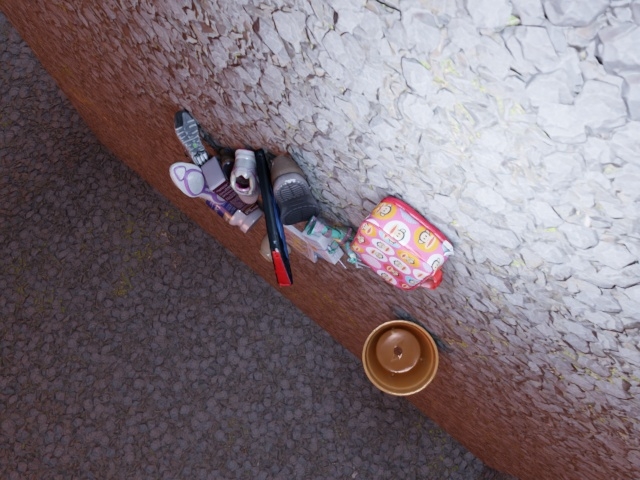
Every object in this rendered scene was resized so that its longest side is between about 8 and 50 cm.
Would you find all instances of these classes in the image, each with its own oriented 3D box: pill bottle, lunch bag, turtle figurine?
[{"bbox_3d":[-0.387,-0.162,2.035,0.265,0.153,0.153,41,164,0],"label":"pill bottle"},{"bbox_3d":[0.215,0.031,1.221,0.258,0.120,0.293,39,163,4],"label":"lunch bag"},{"bbox_3d":[0.065,0.005,1.503,0.234,0.118,0.175,31,170,-15],"label":"turtle figurine"}]

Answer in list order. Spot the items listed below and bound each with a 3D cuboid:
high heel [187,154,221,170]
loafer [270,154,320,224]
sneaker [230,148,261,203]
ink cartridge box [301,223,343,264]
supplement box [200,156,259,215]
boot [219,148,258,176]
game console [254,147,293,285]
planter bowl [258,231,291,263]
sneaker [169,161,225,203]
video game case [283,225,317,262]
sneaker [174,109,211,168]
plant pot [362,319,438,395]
[{"bbox_3d":[-0.463,-0.319,1.885,0.262,0.093,0.186,18,162,20],"label":"high heel"},{"bbox_3d":[-0.081,-0.156,1.461,0.366,0.134,0.130,88,167,-71],"label":"loafer"},{"bbox_3d":[-0.270,-0.201,1.630,0.103,0.111,0.252,9,148,5],"label":"sneaker"},{"bbox_3d":[0.000,0.000,1.736,0.104,0.061,0.181,23,156,46],"label":"ink cartridge box"},{"bbox_3d":[-0.346,-0.206,1.793,0.239,0.073,0.130,39,-161,-54],"label":"supplement box"},{"bbox_3d":[-0.298,-0.264,1.757,0.219,0.082,0.106,43,-164,-51],"label":"boot"},{"bbox_3d":[-0.154,-0.064,1.555,0.342,0.060,0.386,92,167,-65],"label":"game console"},{"bbox_3d":[-0.239,0.045,2.319,0.162,0.109,0.162,37,163,13],"label":"planter bowl"},{"bbox_3d":[-0.495,-0.224,1.814,0.152,0.114,0.305,23,175,29],"label":"sneaker"},{"bbox_3d":[-0.111,-0.007,2.037,0.227,0.026,0.206,36,163,16],"label":"video game case"},{"bbox_3d":[-0.512,-0.383,1.788,0.132,0.086,0.228,15,129,58],"label":"sneaker"},{"bbox_3d":[0.318,0.462,1.887,0.291,0.290,0.203,39,180,8],"label":"plant pot"}]
